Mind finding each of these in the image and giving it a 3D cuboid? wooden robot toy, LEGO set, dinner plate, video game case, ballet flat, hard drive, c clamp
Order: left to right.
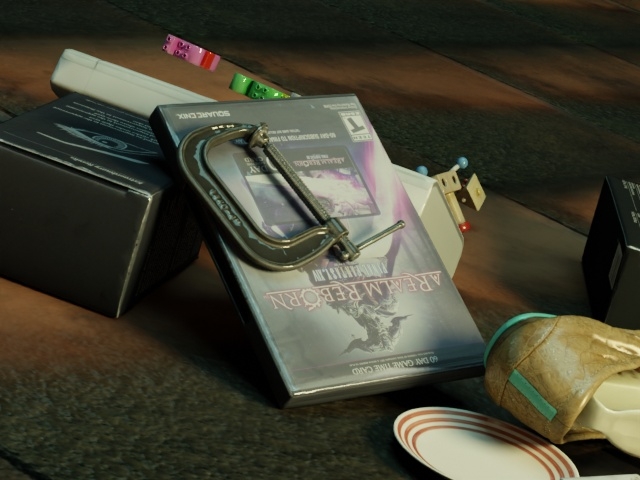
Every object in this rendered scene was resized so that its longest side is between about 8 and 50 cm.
[{"bbox_3d":[-0.092,-0.138,2.043,0.227,0.087,0.093,26,4,28],"label":"LEGO set"},{"bbox_3d":[-0.050,-0.067,1.785,0.353,0.047,0.233,21,-9,15],"label":"hard drive"},{"bbox_3d":[-0.032,-0.036,1.530,0.161,0.022,0.137,47,50,10],"label":"c clamp"},{"bbox_3d":[0.000,0.000,1.548,0.196,0.026,0.274,-6,57,-35],"label":"video game case"},{"bbox_3d":[0.098,-0.034,1.979,0.079,0.076,0.173,-15,0,31],"label":"wooden robot toy"},{"bbox_3d":[0.119,0.160,1.436,0.141,0.017,0.141,15,16,-5],"label":"dinner plate"},{"bbox_3d":[0.282,0.125,1.544,0.342,0.116,0.124,8,33,-37],"label":"ballet flat"}]

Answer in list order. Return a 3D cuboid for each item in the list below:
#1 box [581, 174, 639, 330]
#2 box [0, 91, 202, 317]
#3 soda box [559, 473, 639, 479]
[{"bbox_3d":[0.358,0.036,1.896,0.184,0.103,0.261,13,17,0],"label":"box"},{"bbox_3d":[-0.185,-0.034,1.605,0.153,0.108,0.207,21,18,11],"label":"box"},{"bbox_3d":[0.231,0.228,1.238,0.074,0.069,0.216,3,21,-35],"label":"soda box"}]
